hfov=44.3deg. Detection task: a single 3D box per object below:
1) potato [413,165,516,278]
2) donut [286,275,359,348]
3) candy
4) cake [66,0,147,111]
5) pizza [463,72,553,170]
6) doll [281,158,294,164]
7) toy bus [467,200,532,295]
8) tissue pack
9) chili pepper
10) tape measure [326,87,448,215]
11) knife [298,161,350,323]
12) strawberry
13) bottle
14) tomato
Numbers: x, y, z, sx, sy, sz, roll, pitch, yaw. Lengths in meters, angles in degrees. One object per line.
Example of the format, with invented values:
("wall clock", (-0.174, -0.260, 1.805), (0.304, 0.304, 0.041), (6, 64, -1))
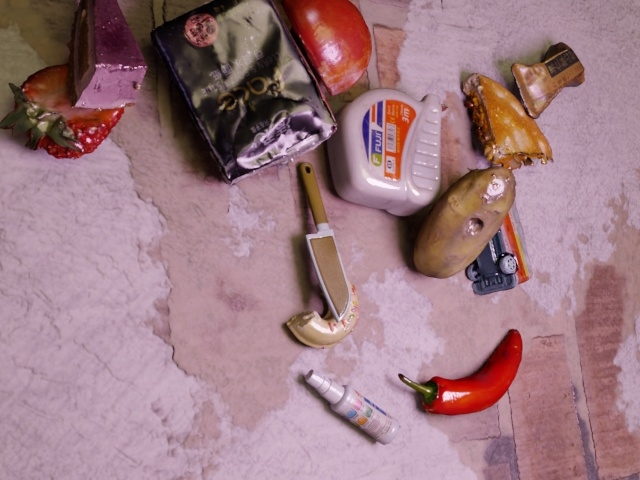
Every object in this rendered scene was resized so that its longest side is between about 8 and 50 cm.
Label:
("potato", (0.298, -0.045, 1.633), (0.191, 0.296, 0.141), (-22, 65, -46))
("donut", (0.023, 0.147, 1.540), (0.108, 0.065, 0.166), (49, 58, -7))
("candy", (0.556, -0.404, 1.947), (0.271, 0.101, 0.143), (-35, 95, -39))
("cake", (-0.368, -0.339, 1.334), (0.112, 0.116, 0.295), (11, 47, -37))
("pizza", (0.427, -0.250, 1.854), (0.289, 0.081, 0.229), (41, 47, -15))
("doll", (-0.065, -0.198, 1.579), (0.076, 0.050, 0.083), (52, 57, -16))
("toy bus", (0.389, -0.018, 1.771), (0.119, 0.121, 0.265), (-8, 82, -40))
("tissue pack", (-0.140, -0.293, 1.472), (0.245, 0.123, 0.332), (-27, 94, -4))
("chili pepper", (0.321, 0.299, 1.685), (0.368, 0.092, 0.137), (-13, 67, -39))
("tape measure", (0.142, -0.192, 1.656), (0.265, 0.130, 0.258), (11, 71, -23))
("knife", (-0.001, 0.000, 1.548), (0.061, 0.027, 0.343), (-9, 69, -22))
("strawberry", (-0.428, -0.232, 1.351), (0.174, 0.098, 0.228), (28, 44, -6))
("bottle", (0.059, 0.319, 1.528), (0.217, 0.060, 0.060), (38, 63, -19))
("tomato", (0.026, -0.400, 1.556), (0.139, 0.233, 0.200), (-26, 87, 9))
